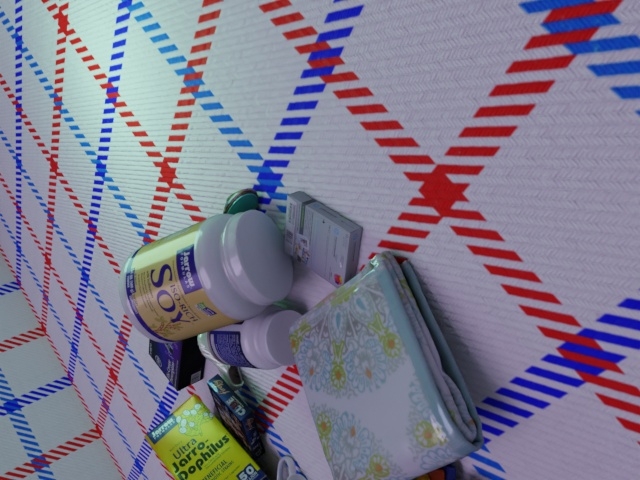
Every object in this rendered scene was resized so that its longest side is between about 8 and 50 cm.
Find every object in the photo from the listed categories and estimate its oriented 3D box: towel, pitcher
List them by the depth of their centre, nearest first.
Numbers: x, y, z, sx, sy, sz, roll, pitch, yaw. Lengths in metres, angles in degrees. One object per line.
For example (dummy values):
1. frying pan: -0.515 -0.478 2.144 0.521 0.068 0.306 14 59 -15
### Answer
1. towel: 0.098 0.250 1.109 0.320 0.090 0.374 -42 57 38
2. pitcher: -0.098 0.714 1.657 0.207 0.125 0.178 -61 39 34

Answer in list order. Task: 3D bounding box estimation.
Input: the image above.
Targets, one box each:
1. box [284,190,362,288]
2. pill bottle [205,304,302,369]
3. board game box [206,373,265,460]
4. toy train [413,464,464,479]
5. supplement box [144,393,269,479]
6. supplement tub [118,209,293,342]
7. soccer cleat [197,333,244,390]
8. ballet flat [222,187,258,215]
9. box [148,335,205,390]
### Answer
1. box: 0.000 0.000 1.237 0.186 0.038 0.145 33 131 38
2. pill bottle: -0.150 0.228 1.435 0.264 0.153 0.153 -9 101 52
3. board game box: -0.239 0.507 1.717 0.165 0.042 0.243 36 149 35
4. toy train: 0.191 0.451 1.123 0.248 0.143 0.105 -14 67 52
5. supplement box: -0.320 0.666 1.776 0.356 0.194 0.195 36 155 33
6. supplement tub: -0.252 0.080 1.345 0.331 0.241 0.241 -20 92 27
7. soccer cleat: -0.280 0.339 1.723 0.076 0.068 0.196 -32 89 47
8. ballet flat: -0.202 -0.055 1.434 0.079 0.077 0.221 -109 29 -41
9. box: -0.444 0.310 1.873 0.184 0.103 0.261 44 136 32
